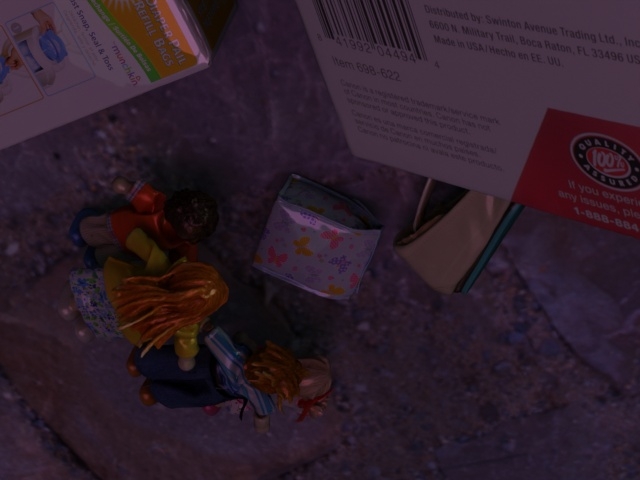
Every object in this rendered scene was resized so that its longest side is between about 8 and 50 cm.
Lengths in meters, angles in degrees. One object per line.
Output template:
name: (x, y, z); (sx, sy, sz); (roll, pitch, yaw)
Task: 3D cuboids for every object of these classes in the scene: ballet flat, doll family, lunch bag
ballet flat: (0.132, -0.062, 0.847); (0.086, 0.086, 0.248); (28, 122, -11)
doll family: (-0.093, 0.076, 0.905); (0.163, 0.118, 0.263); (-10, 125, 41)
lunch bag: (0.000, 0.000, 0.913); (0.083, 0.053, 0.071); (24, 123, 5)

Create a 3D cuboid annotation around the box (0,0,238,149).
box: (-0.172, -0.147, 0.805); (0.203, 0.114, 0.103); (-18, 117, 18)

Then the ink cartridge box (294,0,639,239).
ink cartridge box: (0.101, -0.207, 0.598); (0.279, 0.160, 0.385); (22, 146, 43)
